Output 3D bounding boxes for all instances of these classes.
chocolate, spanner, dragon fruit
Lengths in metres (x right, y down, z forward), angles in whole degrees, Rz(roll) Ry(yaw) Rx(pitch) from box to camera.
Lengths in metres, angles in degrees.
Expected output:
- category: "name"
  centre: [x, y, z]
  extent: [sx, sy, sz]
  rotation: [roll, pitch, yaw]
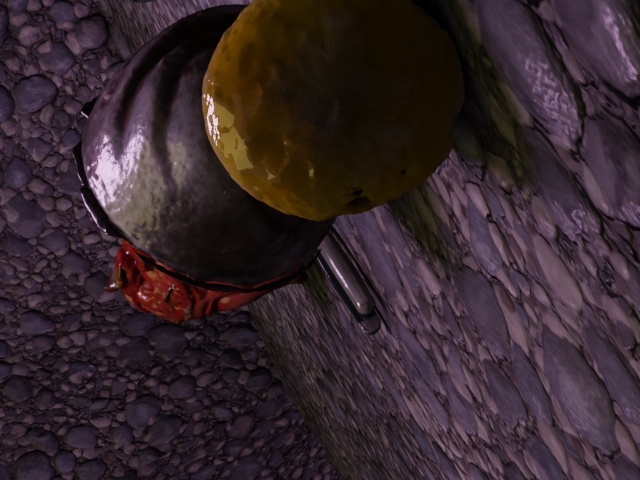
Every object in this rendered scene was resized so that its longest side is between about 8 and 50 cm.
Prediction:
- category: "chocolate"
  centre: [-0.086, -0.123, 1.252]
  extent: [0.303, 0.303, 0.213]
  rotation: [59, 140, 25]
- category: "spanner"
  centre: [0.000, 0.000, 1.779]
  extent: [0.324, 0.040, 0.095]
  rotation: [57, 169, 33]
- category: "dragon fruit"
  centre: [-0.229, 0.013, 2.038]
  extent: [0.286, 0.329, 0.228]
  rotation: [50, -172, 30]

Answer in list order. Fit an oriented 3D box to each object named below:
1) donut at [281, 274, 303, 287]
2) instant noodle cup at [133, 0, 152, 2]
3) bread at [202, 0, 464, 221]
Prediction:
- category: "donut"
  centre: [-0.143, -0.029, 2.321]
  extent: [0.302, 0.110, 0.303]
  rotation: [61, 172, 14]
- category: "instant noodle cup"
  centre: [-0.204, -0.375, 1.441]
  extent: [0.144, 0.182, 0.182]
  rotation: [54, 171, 4]
- category: "bread"
  centre: [0.008, -0.113, 0.951]
  extent: [0.170, 0.197, 0.197]
  rotation: [-87, -28, -80]
